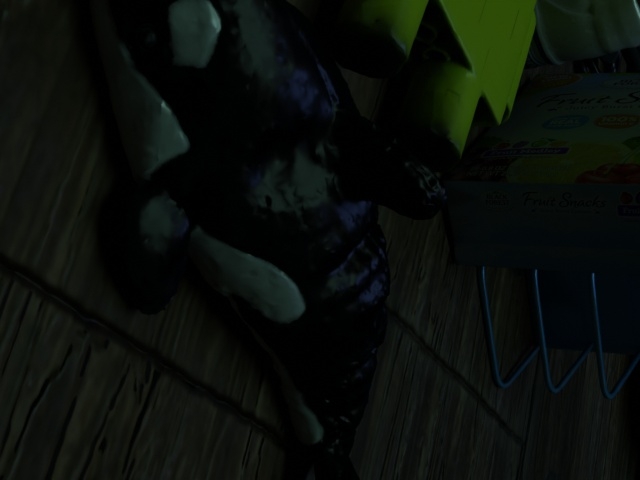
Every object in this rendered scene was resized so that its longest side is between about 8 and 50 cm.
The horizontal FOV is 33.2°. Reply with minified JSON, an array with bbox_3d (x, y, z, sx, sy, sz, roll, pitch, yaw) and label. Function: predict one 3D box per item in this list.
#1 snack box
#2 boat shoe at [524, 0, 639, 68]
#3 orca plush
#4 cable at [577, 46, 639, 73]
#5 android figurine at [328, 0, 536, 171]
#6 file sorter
[{"bbox_3d":[0.202,-0.053,0.727,0.207,0.174,0.070,-44,130,-52],"label":"snack box"},{"bbox_3d":[0.225,-0.304,0.786,0.136,0.156,0.367,38,58,-54],"label":"boat shoe"},{"bbox_3d":[0.000,0.000,0.451,0.151,0.102,0.287,-38,122,-54],"label":"orca plush"},{"bbox_3d":[0.267,-0.189,0.978,0.150,0.047,0.184,-51,130,-54],"label":"cable"},{"bbox_3d":[0.078,-0.184,0.632,0.248,0.056,0.273,50,49,-47],"label":"android figurine"},{"bbox_3d":[0.208,0.044,0.745,0.104,0.170,0.118,-33,118,-51],"label":"file sorter"}]
